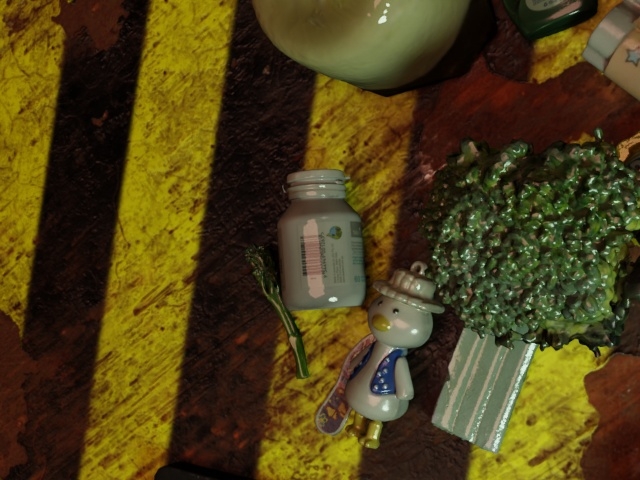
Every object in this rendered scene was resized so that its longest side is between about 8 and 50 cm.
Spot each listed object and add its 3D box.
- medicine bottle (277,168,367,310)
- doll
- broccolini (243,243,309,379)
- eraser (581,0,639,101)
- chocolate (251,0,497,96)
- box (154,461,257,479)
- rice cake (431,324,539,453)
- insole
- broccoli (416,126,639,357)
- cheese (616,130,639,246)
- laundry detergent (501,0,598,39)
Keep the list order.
[{"bbox_3d":[0.000,0.000,1.496,0.135,0.135,0.216,-6,85,23],"label":"medicine bottle"},{"bbox_3d":[0.106,0.170,1.453,0.138,0.119,0.293,27,100,53],"label":"doll"},{"bbox_3d":[-0.068,0.117,1.575,0.054,0.051,0.239,-23,86,14],"label":"broccolini"},{"bbox_3d":[0.528,-0.237,1.302,0.171,0.087,0.290,-45,71,-6],"label":"eraser"},{"bbox_3d":[0.064,-0.387,1.408,0.326,0.297,0.314,-11,88,21],"label":"chocolate"},{"bbox_3d":[-0.127,0.502,1.569,0.350,0.058,0.211,8,93,23],"label":"box"},{"bbox_3d":[0.251,0.191,1.429,0.127,0.043,0.237,24,95,22],"label":"rice cake"},{"bbox_3d":[0.051,0.231,1.534,0.065,0.004,0.197,36,101,20],"label":"insole"},{"bbox_3d":[0.304,-0.001,1.271,0.324,0.272,0.334,29,144,57],"label":"broccoli"},{"bbox_3d":[0.507,-0.036,1.317,0.177,0.069,0.270,-32,76,18],"label":"cheese"},{"bbox_3d":[0.325,-0.415,1.419,0.137,0.063,0.211,-21,79,27],"label":"laundry detergent"}]
